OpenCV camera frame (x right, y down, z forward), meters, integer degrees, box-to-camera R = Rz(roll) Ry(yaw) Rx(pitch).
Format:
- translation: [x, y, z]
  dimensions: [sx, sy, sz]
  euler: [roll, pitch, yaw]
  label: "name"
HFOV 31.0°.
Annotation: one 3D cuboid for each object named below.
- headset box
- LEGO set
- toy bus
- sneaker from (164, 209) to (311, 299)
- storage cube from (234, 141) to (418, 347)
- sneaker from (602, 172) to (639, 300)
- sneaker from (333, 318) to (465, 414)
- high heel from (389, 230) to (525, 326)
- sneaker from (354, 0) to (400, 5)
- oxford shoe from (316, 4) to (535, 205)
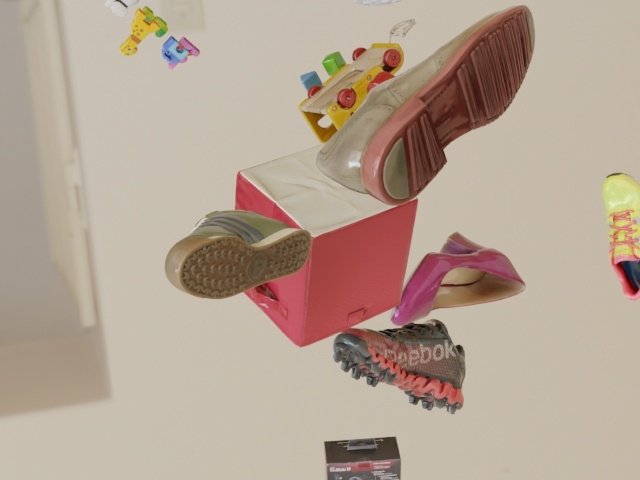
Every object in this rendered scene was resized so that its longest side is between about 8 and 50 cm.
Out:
- translation: [0.035, 0.199, 0.958]
  dimensions: [0.062, 0.083, 0.032]
  euler: [-4, -151, -3]
  label: "headset box"
- translation: [-0.358, -0.412, 2.360]
  dimensions: [0.093, 0.227, 0.087]
  euler: [-42, -148, 15]
  label: "LEGO set"
- translation: [0.070, -0.221, 1.753]
  dimensions: [0.202, 0.104, 0.191]
  euler: [-21, -151, 22]
  label: "toy bus"
- translation: [-0.098, 0.008, 1.121]
  dimensions: [0.086, 0.064, 0.192]
  euler: [23, -160, 33]
  label: "sneaker"
- translation: [0.000, 0.000, 1.624]
  dimensions: [0.215, 0.193, 0.183]
  euler: [-20, -136, -31]
  label: "storage cube"
- translation: [0.478, -0.002, 1.776]
  dimensions: [0.081, 0.208, 0.094]
  euler: [-14, -172, 39]
  label: "sneaker"
- translation: [0.131, 0.173, 1.804]
  dimensions: [0.276, 0.135, 0.097]
  euler: [27, 164, -36]
  label: "sneaker"
- translation: [0.271, 0.099, 2.225]
  dimensions: [0.181, 0.127, 0.377]
  euler: [33, -143, 13]
  label: "high heel"
- translation: [0.148, -0.331, 0.816]
  dimensions: [0.366, 0.210, 0.137]
  euler: [-26, -156, 2]
  label: "sneaker"
- translation: [0.129, -0.181, 1.374]
  dimensions: [0.130, 0.123, 0.348]
  euler: [18, -132, 40]
  label: "oxford shoe"
